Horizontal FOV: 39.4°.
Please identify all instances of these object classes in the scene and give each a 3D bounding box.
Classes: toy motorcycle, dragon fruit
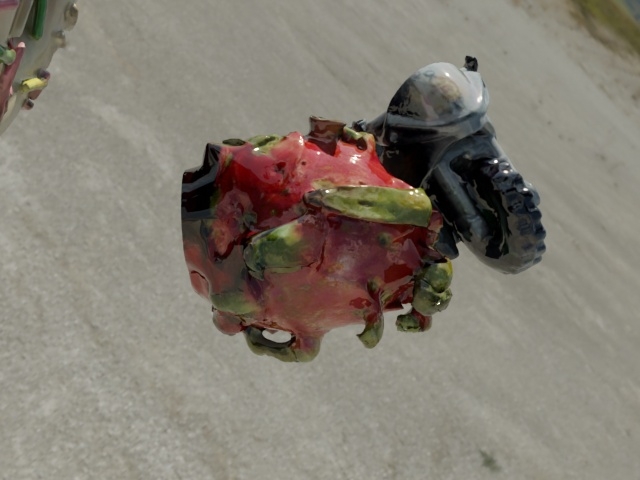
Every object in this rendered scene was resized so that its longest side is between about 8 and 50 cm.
[{"bbox_3d":[0.080,-0.062,0.697,0.159,0.106,0.270,64,-13,-18],"label":"toy motorcycle"},{"bbox_3d":[0.000,0.000,0.595,0.166,0.172,0.160,-93,-179,-72],"label":"dragon fruit"}]

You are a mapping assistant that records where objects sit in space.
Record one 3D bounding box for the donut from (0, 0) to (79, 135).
[{"bbox_3d":[-0.265,-0.226,0.697,0.142,0.382,0.382,22,31,-12],"label":"donut"}]
